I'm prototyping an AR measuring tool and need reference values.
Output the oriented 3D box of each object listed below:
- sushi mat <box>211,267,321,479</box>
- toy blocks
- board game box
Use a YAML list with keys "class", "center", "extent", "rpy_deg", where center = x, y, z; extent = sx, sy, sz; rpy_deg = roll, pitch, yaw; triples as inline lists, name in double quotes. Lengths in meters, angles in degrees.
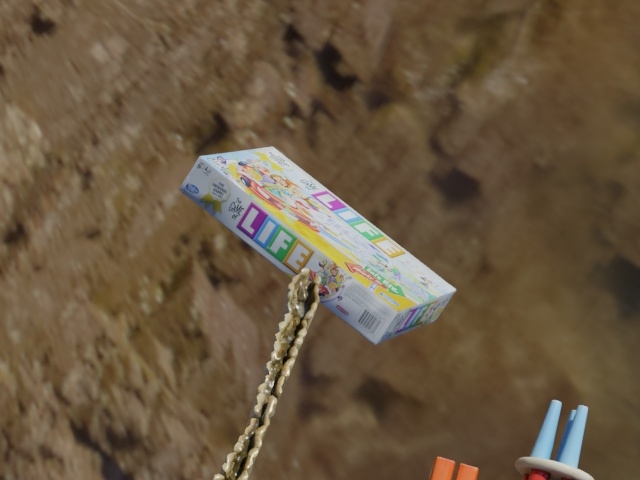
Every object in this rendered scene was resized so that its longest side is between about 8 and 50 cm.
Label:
- class: "sushi mat"
  center: [-0.058, 0.159, 0.957]
  extent: [0.019, 0.151, 0.316]
  rpy_deg: [22, 141, 2]
- class: "toy blocks"
  center: [0.111, 0.171, 1.185]
  extent: [0.054, 0.123, 0.148]
  rpy_deg: [40, 63, -49]
- class: "board game box"
  center: [0.000, 0.000, 1.129]
  extent: [0.154, 0.103, 0.026]
  rpy_deg: [38, 109, 15]
